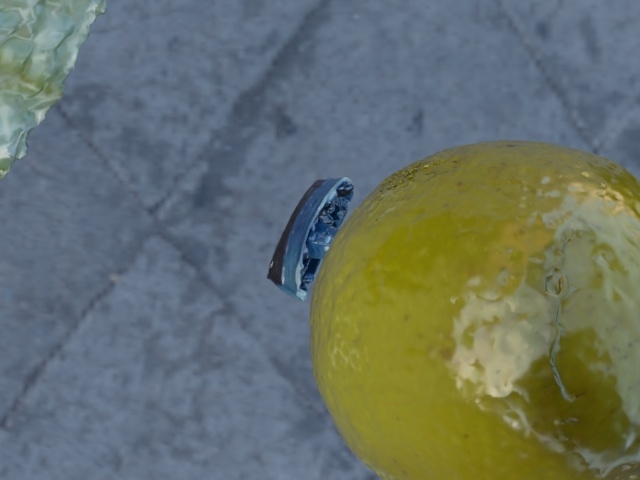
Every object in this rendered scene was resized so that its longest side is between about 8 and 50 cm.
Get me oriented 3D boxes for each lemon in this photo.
[{"bbox_3d":[0.129,0.063,1.216,0.293,0.293,0.293,-5,98,-41],"label":"lemon"}]

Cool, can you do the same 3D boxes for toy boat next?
[{"bbox_3d":[0.000,0.000,1.629,0.137,0.061,0.060,-59,155,-34],"label":"toy boat"}]

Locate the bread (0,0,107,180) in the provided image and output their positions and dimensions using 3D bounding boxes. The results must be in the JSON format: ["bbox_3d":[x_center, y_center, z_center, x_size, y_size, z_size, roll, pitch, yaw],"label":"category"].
[{"bbox_3d":[-0.245,-0.260,1.089,0.239,0.264,0.395,19,103,-32],"label":"bread"}]
